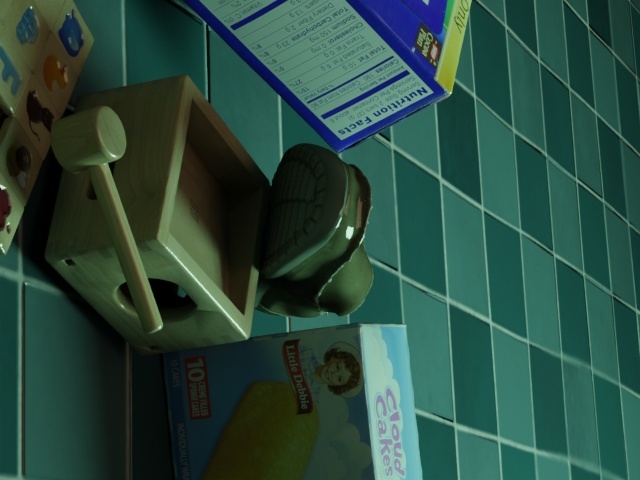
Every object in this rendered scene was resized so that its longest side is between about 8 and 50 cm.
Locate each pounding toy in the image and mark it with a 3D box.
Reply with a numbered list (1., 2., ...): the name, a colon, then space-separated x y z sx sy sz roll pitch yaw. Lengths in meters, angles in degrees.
1. pounding toy: -0.125 -0.012 1.117 0.206 0.094 0.181 52 36 -48

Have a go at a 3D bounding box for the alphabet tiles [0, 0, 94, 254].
1. alphabet tiles: -0.199 -0.143 1.058 0.237 0.009 0.198 -76 149 -43

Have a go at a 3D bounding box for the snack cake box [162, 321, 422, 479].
1. snack cake box: -0.010 0.195 1.232 0.089 0.152 0.264 8 74 -65

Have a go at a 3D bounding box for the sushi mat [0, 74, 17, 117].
1. sushi mat: -0.241 -0.061 0.965 0.317 0.019 0.151 -73 146 -46

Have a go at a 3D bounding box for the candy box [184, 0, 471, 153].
1. candy box: -0.020 -0.269 1.316 0.317 0.122 0.268 43 41 -30

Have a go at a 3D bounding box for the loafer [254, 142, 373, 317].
1. loafer: 0.000 0.000 1.249 0.251 0.087 0.094 139 -37 -73
